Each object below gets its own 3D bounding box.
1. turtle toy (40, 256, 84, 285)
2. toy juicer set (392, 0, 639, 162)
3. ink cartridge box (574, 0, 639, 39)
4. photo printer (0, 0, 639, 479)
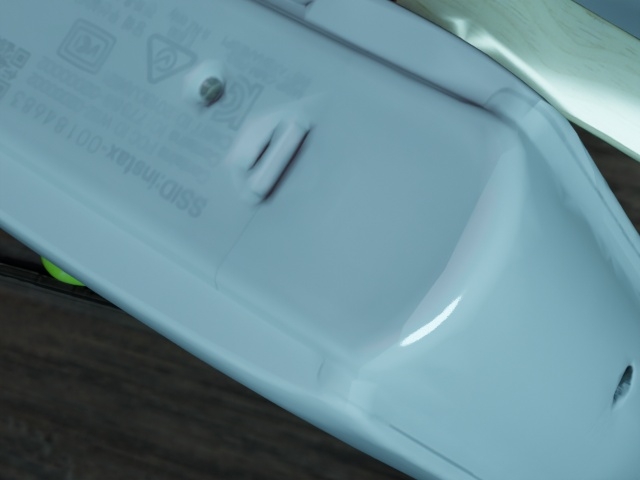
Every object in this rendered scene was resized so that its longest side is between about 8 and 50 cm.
[{"bbox_3d":[-0.090,-0.031,0.716,0.130,0.066,0.095,-45,81,6],"label":"turtle toy"},{"bbox_3d":[0.201,-0.092,0.463,0.329,0.089,0.209,-41,93,-10],"label":"toy juicer set"},{"bbox_3d":[0.188,-0.198,0.614,0.211,0.121,0.289,20,79,31],"label":"ink cartridge box"},{"bbox_3d":[0.000,0.000,0.515,0.256,0.307,0.107,30,86,29],"label":"photo printer"}]
